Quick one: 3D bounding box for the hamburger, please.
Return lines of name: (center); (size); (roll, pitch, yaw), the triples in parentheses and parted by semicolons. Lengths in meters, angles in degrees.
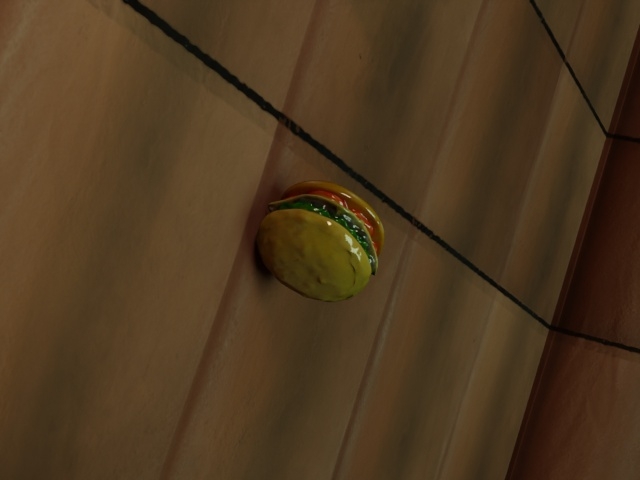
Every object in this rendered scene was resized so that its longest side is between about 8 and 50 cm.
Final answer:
hamburger: (0.000, 0.000, 1.413); (0.162, 0.162, 0.115); (75, 33, -43)
